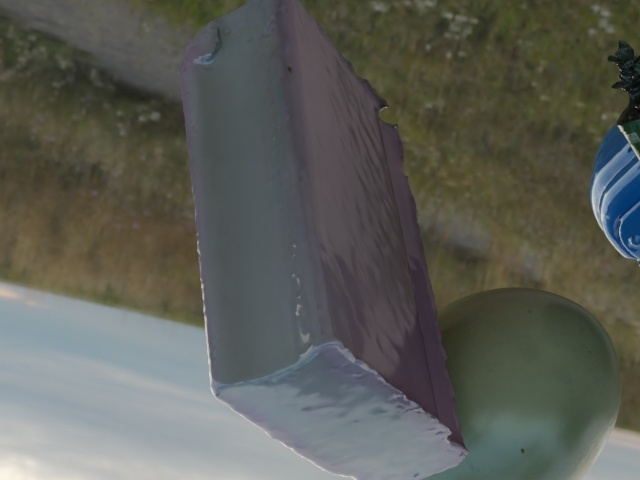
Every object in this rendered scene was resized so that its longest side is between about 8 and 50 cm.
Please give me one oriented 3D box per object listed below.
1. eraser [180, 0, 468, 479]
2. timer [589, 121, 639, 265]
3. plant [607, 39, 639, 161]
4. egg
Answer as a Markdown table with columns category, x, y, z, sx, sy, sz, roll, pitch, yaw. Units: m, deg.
| category | x | y | z | sx | sy | sz | roll | pitch | yaw |
| --- | --- | --- | --- | --- | --- | --- | --- | --- | --- |
| eraser | 0.000 | 0.000 | 1.029 | 0.122 | 0.359 | 0.272 | -23 | 145 | 19 |
| timer | 0.444 | -0.042 | 1.139 | 0.340 | 0.115 | 0.309 | 24 | 144 | -8 |
| plant | 0.250 | -0.109 | 0.944 | 0.051 | 0.102 | 0.051 | -25 | -168 | 6 |
| egg | 0.165 | 0.164 | 1.179 | 0.269 | 0.219 | 0.219 | -31 | 173 | 1 |
